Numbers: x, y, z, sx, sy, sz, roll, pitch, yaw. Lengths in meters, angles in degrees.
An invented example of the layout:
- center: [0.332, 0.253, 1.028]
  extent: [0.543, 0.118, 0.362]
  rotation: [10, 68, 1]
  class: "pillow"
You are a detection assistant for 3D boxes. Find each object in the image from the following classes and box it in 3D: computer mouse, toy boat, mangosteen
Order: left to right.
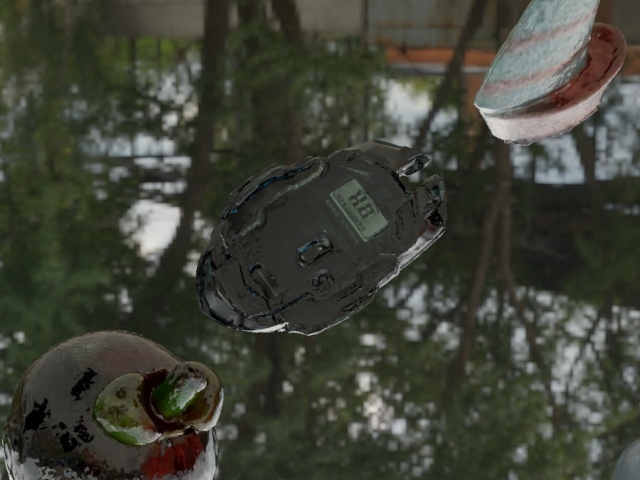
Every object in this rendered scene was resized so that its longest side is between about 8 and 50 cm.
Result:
- center: [-0.183, 0.180, 1.283]
  extent: [0.216, 0.216, 0.216]
  rotation: [0, -170, 0]
  class: "mangosteen"
- center: [0.000, 0.000, 1.140]
  extent: [0.242, 0.146, 0.077]
  rotation: [-31, 168, -15]
  class: "computer mouse"
- center: [0.261, -0.229, 1.472]
  extent: [0.206, 0.282, 0.096]
  rotation: [-24, -118, -18]
  class: "toy boat"

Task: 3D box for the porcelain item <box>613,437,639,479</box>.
- center: [0.381, 0.220, 1.277]
  extent: [0.259, 0.141, 0.141]
  rotation: [-34, -171, 4]
  class: "porcelain item"
